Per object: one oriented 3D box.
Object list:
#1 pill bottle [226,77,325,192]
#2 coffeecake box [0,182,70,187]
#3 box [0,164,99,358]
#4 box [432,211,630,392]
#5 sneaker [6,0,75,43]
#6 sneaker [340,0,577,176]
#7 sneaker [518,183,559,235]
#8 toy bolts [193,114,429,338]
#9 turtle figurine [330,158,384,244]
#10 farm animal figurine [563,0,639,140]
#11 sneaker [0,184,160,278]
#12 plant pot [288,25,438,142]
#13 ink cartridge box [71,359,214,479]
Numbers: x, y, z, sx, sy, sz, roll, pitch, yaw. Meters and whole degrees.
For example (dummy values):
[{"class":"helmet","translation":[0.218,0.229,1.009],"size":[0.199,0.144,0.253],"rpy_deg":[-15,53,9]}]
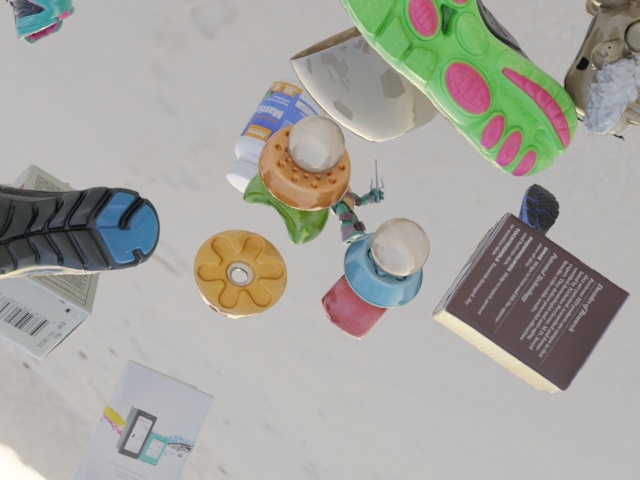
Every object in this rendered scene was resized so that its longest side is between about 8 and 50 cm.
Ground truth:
[{"class":"pill bottle","translation":[-0.110,-0.238,2.349],"size":[0.152,0.272,0.152],"rpy_deg":[26,162,9]},{"class":"coffeecake box","translation":[-0.525,-0.035,1.819],"size":[0.185,0.143,0.068],"rpy_deg":[108,158,-64]},{"class":"box","translation":[-0.412,0.029,1.437],"size":[0.149,0.127,0.232],"rpy_deg":[35,-150,-27]},{"class":"box","translation":[0.292,0.092,1.414],"size":[0.203,0.167,0.168],"rpy_deg":[34,173,5]},{"class":"sneaker","translation":[-0.565,-0.466,1.869],"size":[0.296,0.124,0.178],"rpy_deg":[21,135,39]},{"class":"sneaker","translation":[0.151,-0.281,1.322],"size":[0.482,0.185,0.202],"rpy_deg":[51,180,-24]},{"class":"sneaker","translation":[0.416,-0.019,1.991],"size":[0.083,0.221,0.087],"rpy_deg":[28,151,-16]},{"class":"toy bolts","translation":[0.000,0.000,1.034],"size":[0.228,0.218,0.158],"rpy_deg":[38,148,5]},{"class":"turtle figurine","translation":[0.062,-0.093,2.104],"size":[0.175,0.118,0.234],"rpy_deg":[16,-125,-48]},{"class":"farm animal figurine","translation":[0.419,-0.304,1.343],"size":[0.172,0.326,0.330],"rpy_deg":[22,-168,12]},{"class":"sneaker","translation":[-0.360,-0.004,1.106],"size":[0.341,0.125,0.140],"rpy_deg":[6,170,-23]},{"class":"plant pot","translation":[0.110,-0.282,1.720],"size":[0.284,0.284,0.190],"rpy_deg":[11,127,65]},{"class":"ink cartridge box","translation":[-0.360,0.413,2.048],"size":[0.197,0.270,0.198],"rpy_deg":[24,166,-1]}]
